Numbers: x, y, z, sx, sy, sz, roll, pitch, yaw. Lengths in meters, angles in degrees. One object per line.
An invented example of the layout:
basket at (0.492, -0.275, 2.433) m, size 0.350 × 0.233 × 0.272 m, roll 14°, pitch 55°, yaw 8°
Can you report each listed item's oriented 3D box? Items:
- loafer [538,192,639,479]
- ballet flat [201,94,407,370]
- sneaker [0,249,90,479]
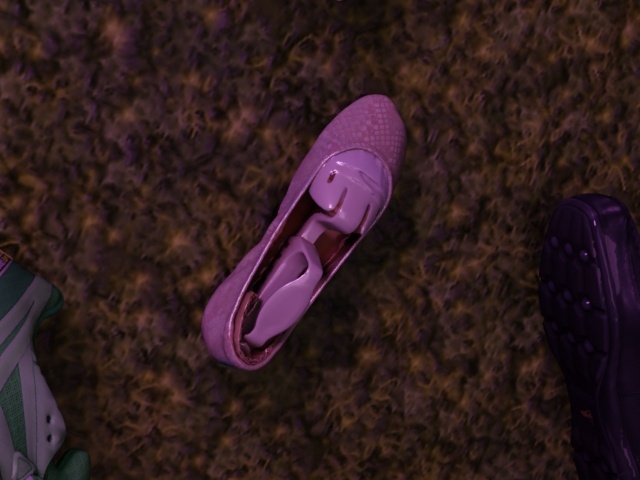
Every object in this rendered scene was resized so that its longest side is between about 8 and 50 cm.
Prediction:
loafer at (0.180, 0.069, 0.904) m, size 0.078 × 0.076 × 0.223 m, roll -23°, pitch 115°, yaw -18°
ballet flat at (0.000, 0.000, 0.829) m, size 0.057 × 0.052 × 0.168 m, roll 33°, pitch 91°, yaw -24°
sneaker at (-0.161, 0.130, 0.717) m, size 0.124 × 0.109 × 0.295 m, roll 19°, pitch 60°, yaw -34°
